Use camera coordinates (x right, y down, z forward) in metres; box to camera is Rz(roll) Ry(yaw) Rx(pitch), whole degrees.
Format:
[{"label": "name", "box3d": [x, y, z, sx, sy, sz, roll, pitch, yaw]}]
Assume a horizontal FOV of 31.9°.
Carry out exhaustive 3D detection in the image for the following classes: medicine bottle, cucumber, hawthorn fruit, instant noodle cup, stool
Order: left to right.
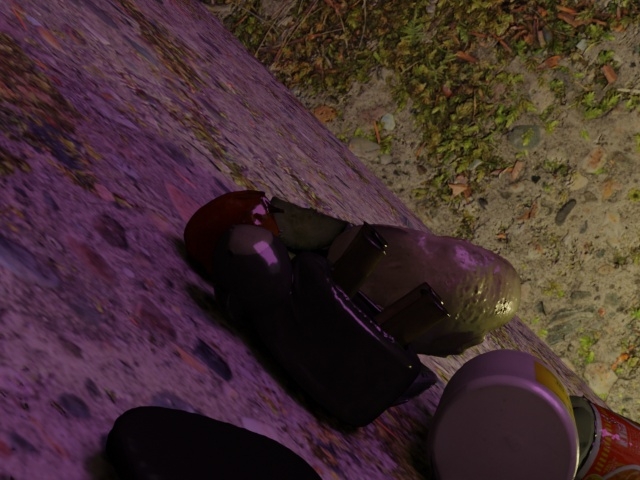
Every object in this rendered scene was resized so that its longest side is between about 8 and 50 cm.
[{"label": "hawthorn fruit", "box3d": [-0.076, -0.008, 1.032, 0.081, 0.093, 0.081, 44, 9, -8]}, {"label": "cucumber", "box3d": [0.000, 0.000, 1.409, 0.116, 0.062, 0.115, 20, -5, 31]}, {"label": "stool", "box3d": [0.015, 0.061, 0.980, 0.228, 0.139, 0.153, 38, 9, -47]}, {"label": "medicine bottle", "box3d": [0.188, 0.188, 1.146, 0.143, 0.143, 0.258, 45, 8, 5]}, {"label": "instant noodle cup", "box3d": [0.371, 0.294, 1.399, 0.212, 0.193, 0.193, 32, 13, -21]}]

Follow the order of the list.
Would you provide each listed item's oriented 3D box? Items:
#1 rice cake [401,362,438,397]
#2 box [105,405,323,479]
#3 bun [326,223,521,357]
[{"label": "rice cake", "box3d": [0.078, 0.145, 1.201, 0.043, 0.034, 0.211, 44, 9, 20]}, {"label": "box", "box3d": [-0.015, 0.180, 0.611, 0.201, 0.042, 0.212, 50, 12, 33]}, {"label": "bun", "box3d": [0.110, 0.064, 1.286, 0.239, 0.141, 0.239, 9, -10, 1]}]
